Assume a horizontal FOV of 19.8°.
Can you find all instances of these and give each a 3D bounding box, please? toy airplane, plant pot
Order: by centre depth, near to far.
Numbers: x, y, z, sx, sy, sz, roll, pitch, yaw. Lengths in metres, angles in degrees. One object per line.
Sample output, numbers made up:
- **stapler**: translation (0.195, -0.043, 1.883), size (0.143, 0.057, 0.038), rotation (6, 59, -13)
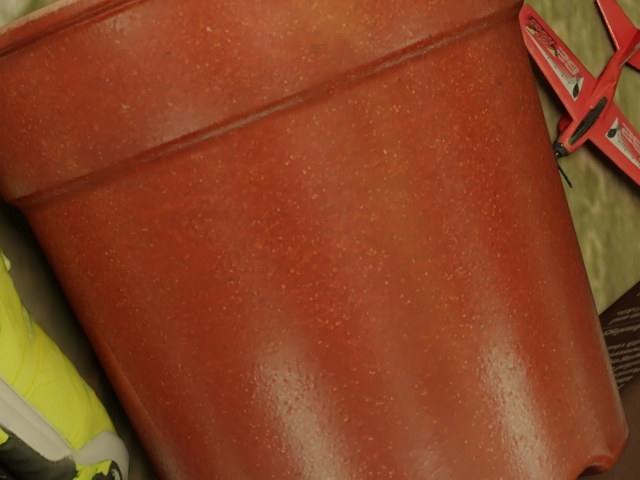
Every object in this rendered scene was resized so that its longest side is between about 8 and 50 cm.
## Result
- **plant pot**: translation (0.000, 0.000, 0.817), size (0.272, 0.272, 0.265), rotation (-26, 97, -35)
- **toy airplane**: translation (0.167, -0.093, 1.082), size (0.151, 0.028, 0.151), rotation (9, 74, -32)

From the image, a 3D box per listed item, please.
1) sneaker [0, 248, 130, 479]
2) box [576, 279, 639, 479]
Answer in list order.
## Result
- **sneaker**: translation (-0.209, -0.029, 0.756), size (0.384, 0.145, 0.147), rotation (47, 52, -19)
- **box**: translation (0.211, 0.127, 0.989), size (0.381, 0.143, 0.191), rotation (-37, 99, -32)
